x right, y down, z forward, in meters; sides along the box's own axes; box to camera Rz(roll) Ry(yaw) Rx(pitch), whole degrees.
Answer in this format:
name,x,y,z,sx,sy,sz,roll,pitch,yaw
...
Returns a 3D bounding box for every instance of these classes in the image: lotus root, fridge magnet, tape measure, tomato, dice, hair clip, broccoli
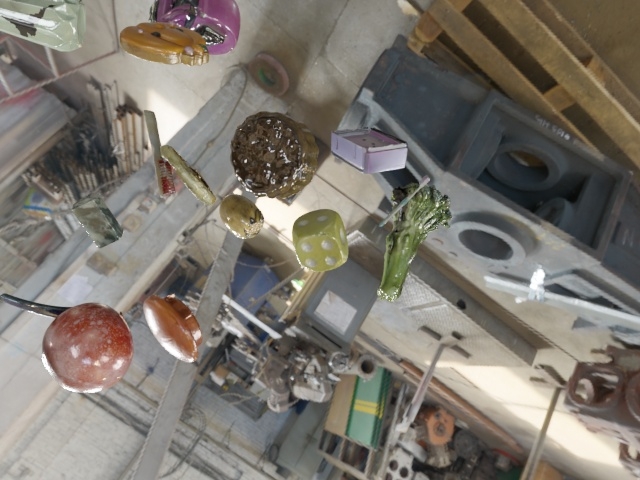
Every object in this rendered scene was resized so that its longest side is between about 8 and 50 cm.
name,x,y,z,sx,sy,sz,roll,pitch,yaw
lotus root,-0.373,-0.129,1.982,0.310,0.183,0.182,48,169,40
fridge magnet,-0.674,0.399,1.994,0.364,0.155,0.363,26,134,31
tape measure,-0.376,-0.681,1.360,0.246,0.149,0.232,-4,167,41
tomato,-0.695,0.319,1.294,0.270,0.227,0.269,15,110,46
dice,0.000,0.000,2.143,0.234,0.226,0.238,-12,123,14
hair clip,-0.855,0.213,1.377,0.275,0.048,0.083,28,-165,-46
broccoli,0.215,0.011,1.065,0.146,0.303,0.165,16,163,32

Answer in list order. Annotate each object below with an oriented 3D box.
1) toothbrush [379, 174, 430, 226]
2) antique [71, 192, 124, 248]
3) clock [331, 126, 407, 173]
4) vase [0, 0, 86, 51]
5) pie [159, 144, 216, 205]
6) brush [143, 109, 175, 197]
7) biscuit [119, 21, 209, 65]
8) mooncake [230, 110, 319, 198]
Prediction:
name,x,y,z,sx,sy,sz,roll,pitch,yaw
toothbrush,0.181,-0.084,0.955,0.011,0.014,0.167,17,134,-28
antique,-0.804,-0.076,1.569,0.182,0.086,0.088,66,175,-24
clock,0.130,-0.254,1.202,0.193,0.145,0.073,45,141,51
vase,-0.803,-0.596,1.096,0.361,0.164,0.165,6,164,-20
pie,-0.460,-0.226,1.526,0.274,0.055,0.274,50,177,4
brush,-0.587,-0.319,1.595,0.050,0.060,0.320,-10,93,21
biscuit,-0.303,-0.400,0.870,0.170,0.170,0.050,28,130,15
mooncake,-0.177,-0.316,1.608,0.324,0.323,0.187,30,-166,11
